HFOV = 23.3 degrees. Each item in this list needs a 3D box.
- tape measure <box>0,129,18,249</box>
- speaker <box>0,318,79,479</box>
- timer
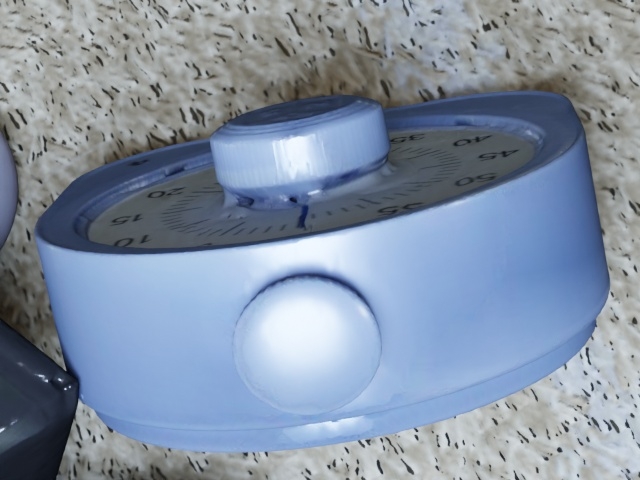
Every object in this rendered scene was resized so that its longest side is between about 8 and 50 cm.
[{"bbox_3d":[-0.332,-0.041,1.195,0.196,0.105,0.178,9,86,9],"label":"tape measure"},{"bbox_3d":[-0.304,0.187,1.060,0.180,0.388,0.184,37,54,9],"label":"speaker"},{"bbox_3d":[0.000,0.000,1.009,0.395,0.395,0.173,-8,105,6],"label":"timer"}]
